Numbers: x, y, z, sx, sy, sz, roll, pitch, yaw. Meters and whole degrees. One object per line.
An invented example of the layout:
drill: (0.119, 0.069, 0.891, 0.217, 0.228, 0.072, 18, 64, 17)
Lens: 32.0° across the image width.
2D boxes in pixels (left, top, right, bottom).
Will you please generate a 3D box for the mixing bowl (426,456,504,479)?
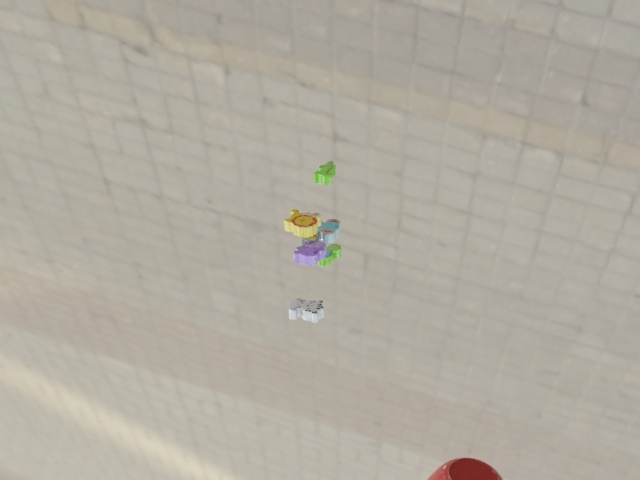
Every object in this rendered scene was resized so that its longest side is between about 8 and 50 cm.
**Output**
mixing bowl: (0.259, 0.447, 1.953, 0.181, 0.181, 0.098, 16, 123, 11)

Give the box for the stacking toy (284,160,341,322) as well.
stacking toy: (0.000, 0.000, 1.687, 0.052, 0.221, 0.167, 7, 120, 14)
